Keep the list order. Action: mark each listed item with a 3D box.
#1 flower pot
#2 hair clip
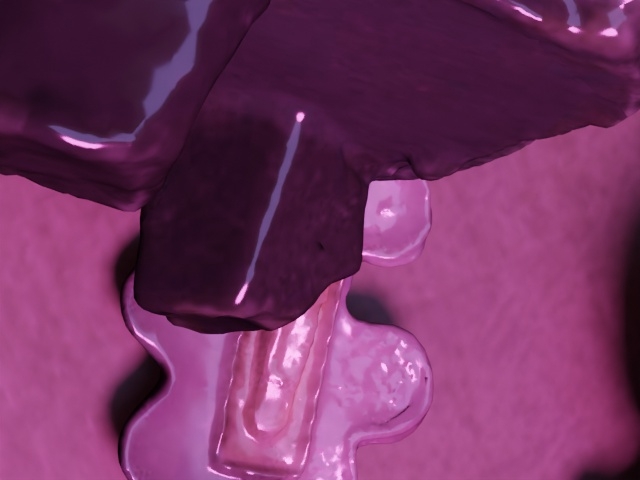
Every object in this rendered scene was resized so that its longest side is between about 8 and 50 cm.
[{"bbox_3d":[-0.029,-0.121,0.484,0.299,0.299,0.283,25,71,-28],"label":"flower pot"},{"bbox_3d":[-0.003,-0.001,0.659,0.146,0.075,0.257,12,96,-26],"label":"hair clip"}]
